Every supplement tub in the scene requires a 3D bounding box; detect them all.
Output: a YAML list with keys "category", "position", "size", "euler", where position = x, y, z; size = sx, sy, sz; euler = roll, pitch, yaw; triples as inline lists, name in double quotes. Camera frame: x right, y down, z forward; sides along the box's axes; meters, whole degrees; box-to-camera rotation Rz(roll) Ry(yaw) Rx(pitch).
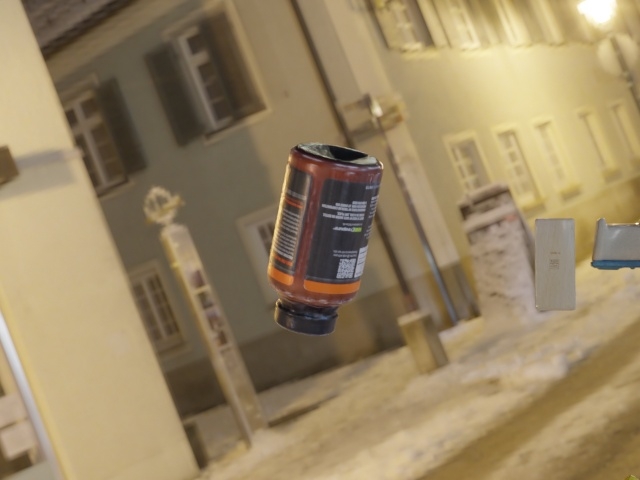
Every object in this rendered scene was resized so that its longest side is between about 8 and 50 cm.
- category: "supplement tub"
  position: [0.000, 0.000, 1.273]
  size: [0.106, 0.198, 0.106]
  euler: [11, 14, -3]

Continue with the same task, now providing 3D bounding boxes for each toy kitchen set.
- category: "toy kitchen set"
  position: [0.397, 0.031, 1.602]
  size: [0.207, 0.122, 0.166]
  euler: [0, 0, 11]

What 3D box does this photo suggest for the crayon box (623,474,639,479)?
- category: "crayon box"
  position: [0.365, 0.449, 1.084]
  size: [0.313, 0.363, 0.106]
  euler: [-50, -21, -24]
